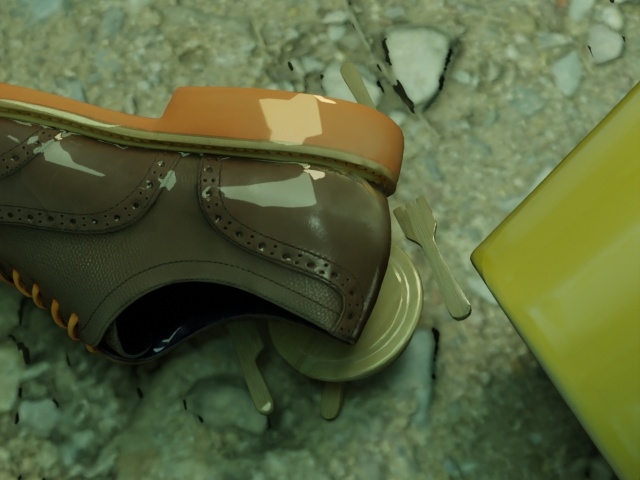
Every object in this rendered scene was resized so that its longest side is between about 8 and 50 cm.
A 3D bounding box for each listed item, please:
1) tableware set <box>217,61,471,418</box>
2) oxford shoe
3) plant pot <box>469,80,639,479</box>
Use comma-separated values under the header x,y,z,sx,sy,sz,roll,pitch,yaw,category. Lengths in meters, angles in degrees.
x,y,z,sx,sy,sz,roll,pitch,yaw,category
0.000,0.000,0.920,0.128,0.039,0.194,-26,57,5,tableware set
-0.139,-0.006,0.876,0.364,0.130,0.132,0,75,22,oxford shoe
0.214,0.007,0.790,0.239,0.254,0.254,-34,64,4,plant pot
